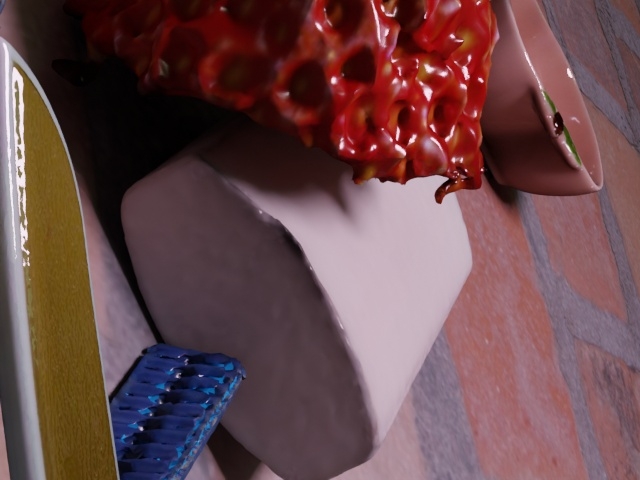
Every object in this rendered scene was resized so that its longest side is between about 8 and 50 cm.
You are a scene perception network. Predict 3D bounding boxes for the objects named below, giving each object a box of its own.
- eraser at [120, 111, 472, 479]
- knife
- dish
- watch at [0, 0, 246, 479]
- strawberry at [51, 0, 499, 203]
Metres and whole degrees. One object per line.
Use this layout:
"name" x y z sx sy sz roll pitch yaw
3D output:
"eraser" 0.000 0.000 0.880 0.174 0.094 0.270 60 24 -9
"knife" -0.074 0.104 0.510 0.061 0.027 0.343 -28 111 -72
"dish" 0.171 -0.129 1.418 0.213 0.090 0.213 54 24 -37
"watch" -0.111 0.063 0.585 0.275 0.068 0.276 -85 160 -44
"strawberry" -0.002 -0.141 0.795 0.178 0.234 0.234 -69 166 16
